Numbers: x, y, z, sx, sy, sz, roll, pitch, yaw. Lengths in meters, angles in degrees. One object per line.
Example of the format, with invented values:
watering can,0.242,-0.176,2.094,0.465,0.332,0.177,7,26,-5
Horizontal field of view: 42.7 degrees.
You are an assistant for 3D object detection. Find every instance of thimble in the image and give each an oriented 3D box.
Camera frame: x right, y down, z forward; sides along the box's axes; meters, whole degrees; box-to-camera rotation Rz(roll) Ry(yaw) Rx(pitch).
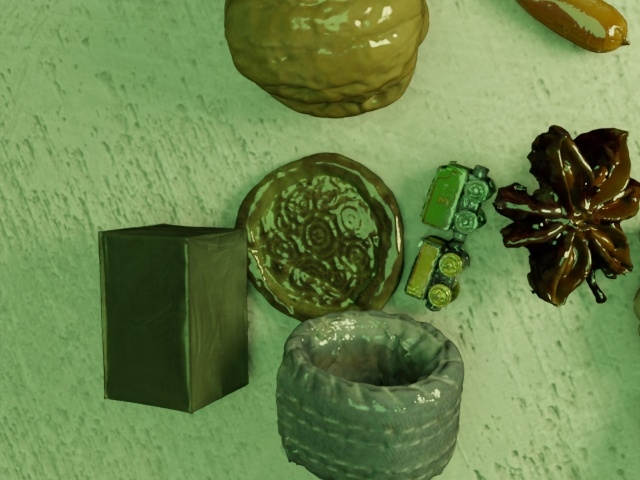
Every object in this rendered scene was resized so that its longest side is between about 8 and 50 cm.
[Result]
thimble,0.061,0.206,1.048,0.236,0.205,0.172,3,116,-1

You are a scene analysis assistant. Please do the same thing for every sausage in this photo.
sausage,0.299,-0.286,1.009,0.183,0.054,0.062,34,72,11

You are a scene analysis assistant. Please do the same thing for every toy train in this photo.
toy train,0.165,-0.006,1.077,0.081,0.060,0.202,21,102,19

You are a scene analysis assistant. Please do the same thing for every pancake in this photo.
pancake,0.000,0.000,1.136,0.250,0.031,0.250,2,96,17

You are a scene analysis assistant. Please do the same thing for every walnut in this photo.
walnut,0.004,-0.268,1.006,0.257,0.224,0.257,8,121,13

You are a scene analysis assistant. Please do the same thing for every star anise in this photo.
star anise,0.295,-0.036,0.992,0.126,0.190,0.220,29,109,52

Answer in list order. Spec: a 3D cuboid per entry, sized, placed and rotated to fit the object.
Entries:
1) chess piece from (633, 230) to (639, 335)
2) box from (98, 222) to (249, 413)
chess piece,0.451,0.121,0.990,0.139,0.124,0.307,-9,89,21
box,-0.198,0.098,1.130,0.149,0.155,0.231,3,96,27
